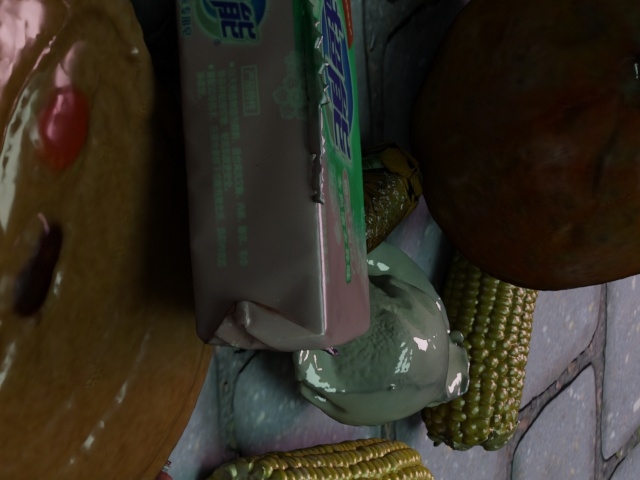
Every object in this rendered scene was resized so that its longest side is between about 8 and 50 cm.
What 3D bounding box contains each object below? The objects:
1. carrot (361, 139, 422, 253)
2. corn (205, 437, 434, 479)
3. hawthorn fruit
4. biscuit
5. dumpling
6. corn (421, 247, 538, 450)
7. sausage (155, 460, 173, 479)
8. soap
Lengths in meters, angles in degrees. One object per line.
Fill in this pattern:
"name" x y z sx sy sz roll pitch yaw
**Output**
"carrot" 0.001 0.001 1.205 0.229 0.069 0.069 -44 137 -39
"corn" 0.003 0.206 1.266 0.244 0.093 0.093 3 99 -56
"hawthorn fruit" 0.216 -0.105 1.280 0.277 0.277 0.298 -64 -173 -19
"biscuit" -0.187 0.012 0.913 0.455 0.078 0.349 48 58 -54
"dumpling" 0.040 0.068 1.269 0.181 0.111 0.155 47 31 -62
"corn" 0.150 0.062 1.444 0.091 0.091 0.260 21 80 -77
"sausage" -0.147 0.255 1.103 0.029 0.029 0.223 39 69 -56
"soap" -0.028 -0.062 1.022 0.218 0.098 0.273 8 79 -82
